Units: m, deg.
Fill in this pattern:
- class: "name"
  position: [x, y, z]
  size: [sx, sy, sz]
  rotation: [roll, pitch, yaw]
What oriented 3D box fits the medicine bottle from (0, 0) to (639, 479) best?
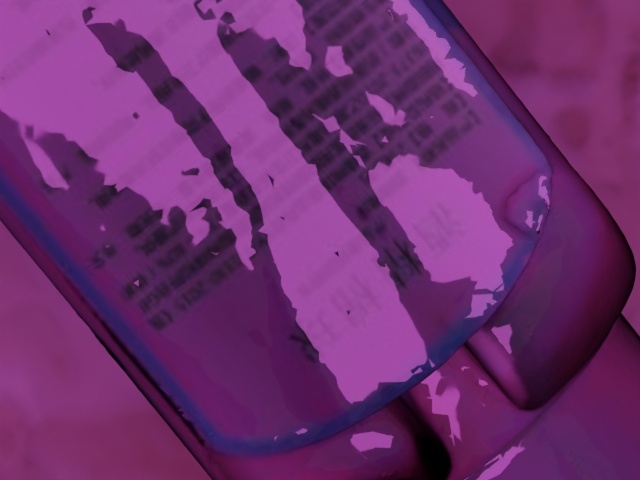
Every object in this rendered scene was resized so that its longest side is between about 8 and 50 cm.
- class: "medicine bottle"
  position: [0.000, 0.000, 0.380]
  size: [0.094, 0.119, 0.188]
  rotation: [-39, 97, -1]
